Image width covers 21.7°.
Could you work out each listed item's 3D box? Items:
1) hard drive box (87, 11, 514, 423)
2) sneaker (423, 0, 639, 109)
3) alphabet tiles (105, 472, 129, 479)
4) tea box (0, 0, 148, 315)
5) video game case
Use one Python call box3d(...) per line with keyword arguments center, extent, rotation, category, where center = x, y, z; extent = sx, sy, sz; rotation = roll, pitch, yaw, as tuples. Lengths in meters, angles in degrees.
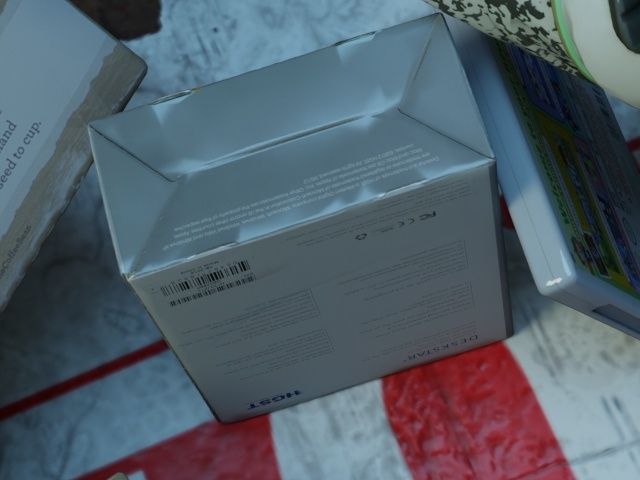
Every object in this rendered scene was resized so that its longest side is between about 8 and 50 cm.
box3d(center=(0.000, 0.000, 0.873), extent=(0.181, 0.232, 0.089), rotation=(-17, 65, 0), category="hard drive box")
box3d(center=(0.200, -0.129, 0.848), extent=(0.182, 0.410, 0.158), rotation=(12, 93, 42), category="sneaker")
box3d(center=(-0.180, 0.266, 0.722), extent=(0.342, 0.011, 0.285), rotation=(-34, 95, -23), category="alphabet tiles")
box3d(center=(-0.318, -0.015, 0.858), extent=(0.323, 0.220, 0.329), rotation=(5, 61, 55), category="tea box")
box3d(center=(0.131, -0.048, 0.901), extent=(0.023, 0.193, 0.212), rotation=(-29, 63, 23), category="video game case")
